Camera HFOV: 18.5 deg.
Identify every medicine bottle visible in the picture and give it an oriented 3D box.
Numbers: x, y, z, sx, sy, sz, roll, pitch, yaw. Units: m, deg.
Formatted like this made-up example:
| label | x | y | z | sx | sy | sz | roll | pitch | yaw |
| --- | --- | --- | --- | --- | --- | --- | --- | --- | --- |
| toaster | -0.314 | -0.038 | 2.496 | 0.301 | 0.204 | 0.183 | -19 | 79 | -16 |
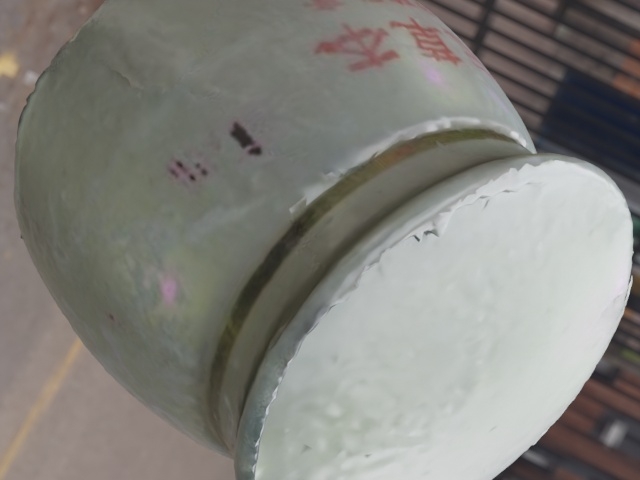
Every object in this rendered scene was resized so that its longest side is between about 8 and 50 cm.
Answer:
| label | x | y | z | sx | sy | sz | roll | pitch | yaw |
| --- | --- | --- | --- | --- | --- | --- | --- | --- | --- |
| medicine bottle | 0.000 | 0.000 | 0.588 | 0.147 | 0.143 | 0.147 | -27 | 140 | -25 |
